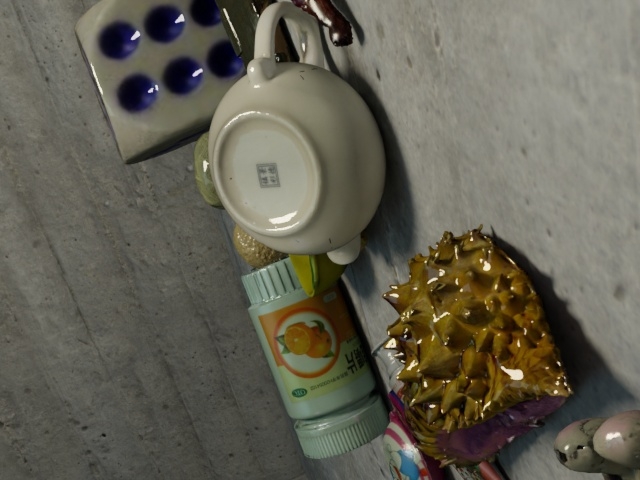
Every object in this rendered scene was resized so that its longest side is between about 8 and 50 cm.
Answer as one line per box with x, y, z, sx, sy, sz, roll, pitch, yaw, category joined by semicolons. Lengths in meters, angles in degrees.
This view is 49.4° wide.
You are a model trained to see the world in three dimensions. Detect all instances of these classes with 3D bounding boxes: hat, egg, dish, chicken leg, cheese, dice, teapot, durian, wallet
-0.118;-0.098;0.950;0.252;0.110;0.251;167;90;-82;hat
-0.117;-0.006;1.404;0.140;0.118;0.116;66;-147;-33;egg
0.000;0.000;0.992;0.208;0.080;0.148;-173;66;-77;dish
-0.020;-0.289;0.688;0.093;0.053;0.205;7;123;59;chicken leg
0.126;0.289;0.982;0.155;0.062;0.244;-128;21;-57;cheese
-0.250;-0.285;1.157;0.243;0.259;0.251;69;167;-7;dice
-0.022;-0.108;0.762;0.208;0.166;0.299;6;102;42;teapot
0.112;0.111;0.640;0.191;0.112;0.341;61;167;22;durian
-0.101;-0.320;0.969;0.316;0.044;0.169;67;163;-1;wallet

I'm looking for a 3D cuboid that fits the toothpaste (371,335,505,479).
0.146;0.212;0.817;0.234;0.057;0.089;54;159;24;toothpaste

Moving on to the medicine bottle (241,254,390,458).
-0.011;0.178;1.147;0.158;0.158;0.318;161;87;-77;medicine bottle

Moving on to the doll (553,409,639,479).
0.204;0.127;0.330;0.149;0.095;0.192;60;164;11;doll

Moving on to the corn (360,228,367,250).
-0.001;-0.072;0.906;0.072;0.072;0.203;100;146;-66;corn
